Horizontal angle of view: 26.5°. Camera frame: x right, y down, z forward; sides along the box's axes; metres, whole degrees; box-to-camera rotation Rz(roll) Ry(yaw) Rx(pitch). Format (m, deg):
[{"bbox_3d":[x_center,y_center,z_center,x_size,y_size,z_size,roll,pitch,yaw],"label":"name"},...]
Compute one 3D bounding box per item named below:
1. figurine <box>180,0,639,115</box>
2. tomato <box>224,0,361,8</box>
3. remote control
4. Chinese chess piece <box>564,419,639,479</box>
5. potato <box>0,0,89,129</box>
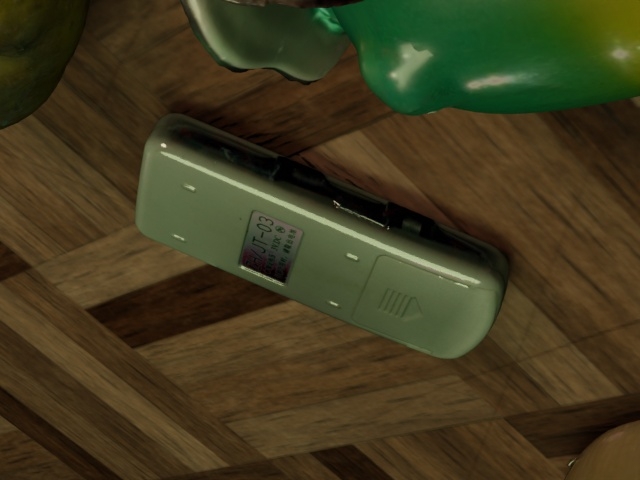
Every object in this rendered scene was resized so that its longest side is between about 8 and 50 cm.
[{"bbox_3d":[0.112,-0.162,0.619,0.340,0.231,0.323,1,154,32],"label":"figurine"},{"bbox_3d":[-0.038,-0.198,0.445,0.214,0.180,0.155,25,130,7],"label":"tomato"},{"bbox_3d":[0.000,0.000,1.057,0.296,0.056,0.140,22,147,2],"label":"remote control"},{"bbox_3d":[0.330,0.257,1.152,0.273,0.102,0.273,15,145,11],"label":"Chinese chess piece"},{"bbox_3d":[-0.239,-0.165,0.908,0.143,0.169,0.248,58,154,18],"label":"potato"}]
